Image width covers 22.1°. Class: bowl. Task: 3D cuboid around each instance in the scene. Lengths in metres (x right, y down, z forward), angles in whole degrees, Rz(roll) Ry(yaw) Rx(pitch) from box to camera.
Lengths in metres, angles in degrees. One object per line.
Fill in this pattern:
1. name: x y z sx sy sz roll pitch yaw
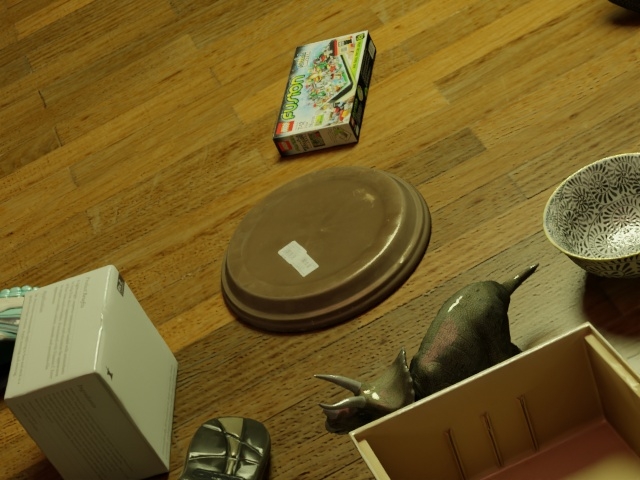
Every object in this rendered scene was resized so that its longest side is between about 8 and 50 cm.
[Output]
1. bowl: 0.336 -0.012 1.806 0.170 0.080 0.170 -16 39 13

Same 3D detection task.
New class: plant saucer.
1. plant saucer: 0.000 0.000 2.024 0.278 0.041 0.278 -16 40 13

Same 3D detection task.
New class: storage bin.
1. storage bin: 0.202 0.235 1.519 0.262 0.123 0.260 -24 30 -7

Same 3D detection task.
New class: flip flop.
1. flip flop: -0.124 0.286 1.731 0.112 0.080 0.277 13 31 8

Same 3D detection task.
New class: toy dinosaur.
1. toy dinosaur: 0.151 0.122 1.693 0.313 0.160 0.121 -44 41 -20

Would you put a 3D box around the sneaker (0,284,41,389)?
1. sneaker: -0.460 0.152 2.061 0.283 0.110 0.122 -22 41 6

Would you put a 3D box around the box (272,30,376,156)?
1. box: 0.007 -0.203 2.259 0.114 0.036 0.207 -11 40 20

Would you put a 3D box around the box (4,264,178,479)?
1. box: -0.256 0.160 1.869 0.119 0.182 0.181 -18 38 14

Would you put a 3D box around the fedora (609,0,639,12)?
1. fedora: 0.475 -0.450 2.139 0.334 0.334 0.152 -15 9 15
